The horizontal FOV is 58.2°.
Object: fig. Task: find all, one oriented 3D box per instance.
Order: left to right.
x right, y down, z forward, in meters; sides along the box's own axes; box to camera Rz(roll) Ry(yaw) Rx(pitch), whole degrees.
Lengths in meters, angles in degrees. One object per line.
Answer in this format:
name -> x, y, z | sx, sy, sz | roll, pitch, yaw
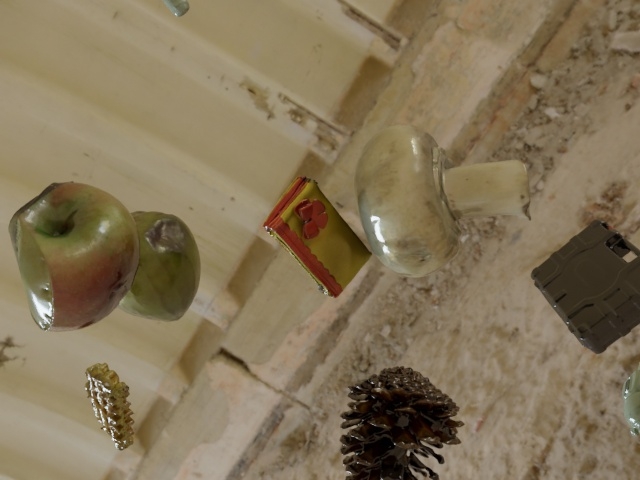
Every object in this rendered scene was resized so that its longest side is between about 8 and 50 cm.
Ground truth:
fig -> -0.374, 0.070, 1.267 | 0.239, 0.271, 0.239 | -13, 27, 7

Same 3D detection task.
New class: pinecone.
pinecone -> 0.148, 0.393, 1.118 | 0.246, 0.246, 0.292 | -170, 92, -86

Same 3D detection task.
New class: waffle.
waffle -> -0.374, 0.298, 1.033 | 0.046, 0.160, 0.192 | -28, -6, -37

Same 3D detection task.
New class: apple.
apple -> -0.347, 0.026, 0.821 | 0.188, 0.174, 0.207 | 102, 158, -45

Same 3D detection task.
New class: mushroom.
mushroom -> 0.242, -0.090, 1.156 | 0.314, 0.336, 0.314 | -6, -90, -71

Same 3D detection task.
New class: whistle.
whistle -> 0.805, 0.386, 1.428 | 0.102, 0.106, 0.253 | -39, 7, 41

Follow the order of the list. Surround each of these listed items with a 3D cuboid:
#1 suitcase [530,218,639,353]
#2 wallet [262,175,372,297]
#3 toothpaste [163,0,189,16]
suitcase -> 0.564, 0.084, 1.169 | 0.206, 0.066, 0.285 | -43, 18, 16
wallet -> 0.000, 0.000, 1.166 | 0.141, 0.241, 0.067 | -52, 33, -17
toothpaste -> -0.268, -0.420, 0.793 | 0.067, 0.255, 0.037 | -38, 7, 4
